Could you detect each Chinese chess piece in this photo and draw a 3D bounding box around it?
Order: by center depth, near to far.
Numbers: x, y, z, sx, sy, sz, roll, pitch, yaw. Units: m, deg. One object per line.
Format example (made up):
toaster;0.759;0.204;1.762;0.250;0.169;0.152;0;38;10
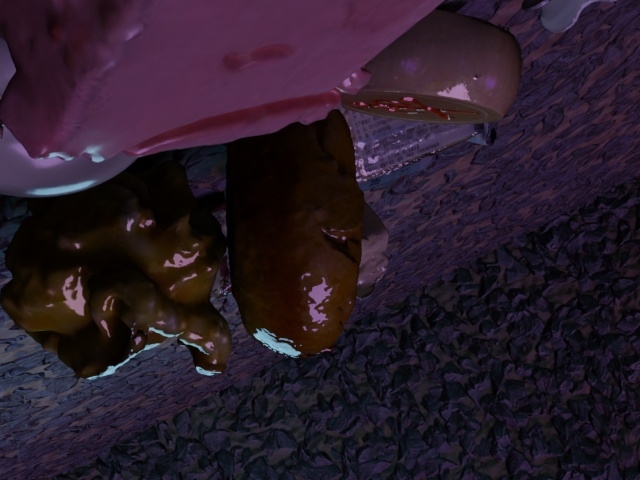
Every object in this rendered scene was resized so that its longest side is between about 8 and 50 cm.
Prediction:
Chinese chess piece;0.123;-0.210;0.966;0.250;0.097;0.251;8;-179;0

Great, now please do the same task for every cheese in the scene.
cheese;0.000;0.000;1.388;0.266;0.233;0.127;-14;148;-44

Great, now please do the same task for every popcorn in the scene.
popcorn;-0.264;0.031;1.035;0.325;0.321;0.290;-42;140;-59

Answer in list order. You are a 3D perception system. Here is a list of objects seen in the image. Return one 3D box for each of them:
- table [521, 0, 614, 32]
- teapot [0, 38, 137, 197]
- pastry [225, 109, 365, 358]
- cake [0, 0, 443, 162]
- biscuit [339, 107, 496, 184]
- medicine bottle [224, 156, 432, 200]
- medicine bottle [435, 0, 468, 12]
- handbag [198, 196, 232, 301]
table;0.339;-0.369;0.973;0.198;0.167;0.166;-29;165;29
teapot;-0.257;-0.143;0.535;0.318;0.220;0.149;-5;161;-32
pastry;-0.042;-0.026;1.015;0.163;0.356;0.356;-5;158;-9
cake;-0.054;-0.254;0.434;0.293;0.307;0.314;-13;158;-43
biscuit;0.130;-0.183;1.178;0.309;0.186;0.079;-25;-153;-15
medicine bottle;0.013;-0.118;1.251;0.351;0.110;0.110;-20;161;-23
medicine bottle;0.107;-0.317;0.834;0.105;0.105;0.168;-33;162;15
handbag;-0.249;0.037;1.279;0.235;0.127;0.213;-18;132;-33
